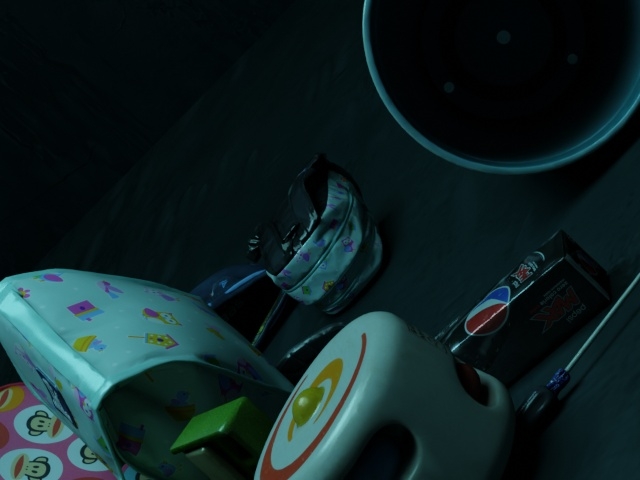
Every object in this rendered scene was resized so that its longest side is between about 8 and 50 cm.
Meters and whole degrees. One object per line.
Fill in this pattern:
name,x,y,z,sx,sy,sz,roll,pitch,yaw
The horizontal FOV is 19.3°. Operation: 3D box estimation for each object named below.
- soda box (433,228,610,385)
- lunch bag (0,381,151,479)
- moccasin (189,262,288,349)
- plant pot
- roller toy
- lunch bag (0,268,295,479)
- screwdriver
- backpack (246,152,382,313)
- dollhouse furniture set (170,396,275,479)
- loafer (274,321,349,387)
soda box,0.156,0.070,1.545,0.169,0.060,0.053,-43,16,22
lunch bag,-0.242,0.269,1.905,0.293,0.258,0.120,-78,-10,-56
moccasin,-0.156,0.140,2.132,0.117,0.138,0.342,-20,33,54
plant pot,0.179,-0.201,1.822,0.272,0.271,0.255,-47,0,4
roller toy,0.043,0.156,1.440,0.191,0.146,0.209,-40,21,52
lunch bag,-0.178,0.131,1.806,0.223,0.262,0.160,39,102,43
screwdriver,0.197,0.089,1.443,0.170,0.024,0.025,-52,-14,-1
backpack,0.000,0.000,2.078,0.152,0.115,0.182,-57,13,14
dollhouse furniture set,-0.130,0.285,1.645,0.301,0.151,0.197,-28,25,55
loafer,-0.025,0.139,1.901,0.170,0.062,0.061,-43,11,16
